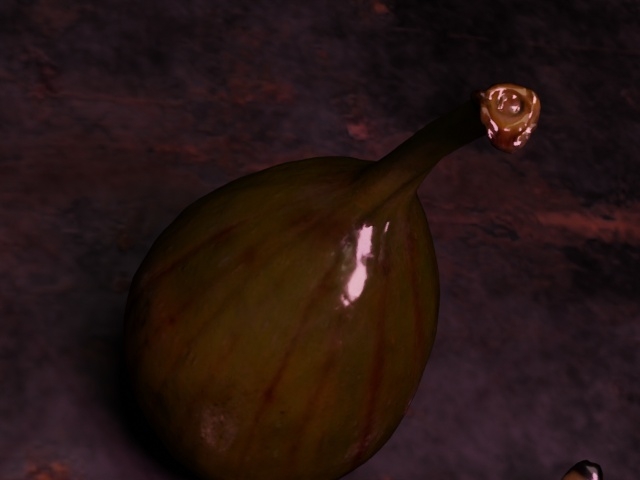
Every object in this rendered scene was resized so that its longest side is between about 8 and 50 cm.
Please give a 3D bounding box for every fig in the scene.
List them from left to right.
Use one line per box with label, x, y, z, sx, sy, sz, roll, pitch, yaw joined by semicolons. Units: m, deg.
fig;0.000;0.000;0.797;0.151;0.259;0.151;13;43;-13

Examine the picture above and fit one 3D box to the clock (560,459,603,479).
clock;0.091;0.203;0.811;0.170;0.069;0.232;42;49;9
